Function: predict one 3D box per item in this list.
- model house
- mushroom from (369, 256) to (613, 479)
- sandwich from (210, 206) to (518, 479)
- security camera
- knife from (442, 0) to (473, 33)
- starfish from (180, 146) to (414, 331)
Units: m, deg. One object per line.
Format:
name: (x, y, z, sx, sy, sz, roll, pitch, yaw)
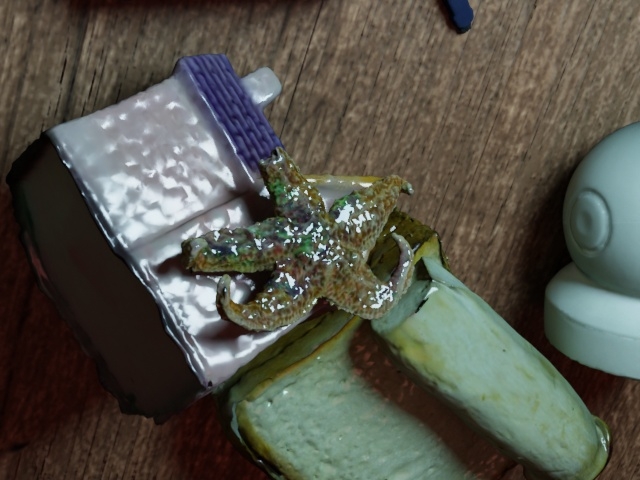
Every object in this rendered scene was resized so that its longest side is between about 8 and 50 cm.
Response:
model house: (-0.095, -0.012, 0.896, 0.237, 0.202, 0.237, -31, 86, -29)
mushroom: (0.169, 0.139, 1.005, 0.312, 0.081, 0.100, 43, 82, -30)
sandwich: (0.063, 0.162, 1.071, 0.271, 0.099, 0.301, -37, 122, -1)
security camera: (0.321, -0.003, 1.042, 0.194, 0.194, 0.236, -1, 109, -20)
knife: (0.107, -0.230, 0.947, 0.031, 0.018, 0.121, -36, 122, -9)
starfish: (-0.006, 0.001, 0.799, 0.209, 0.053, 0.150, -36, 104, -34)
